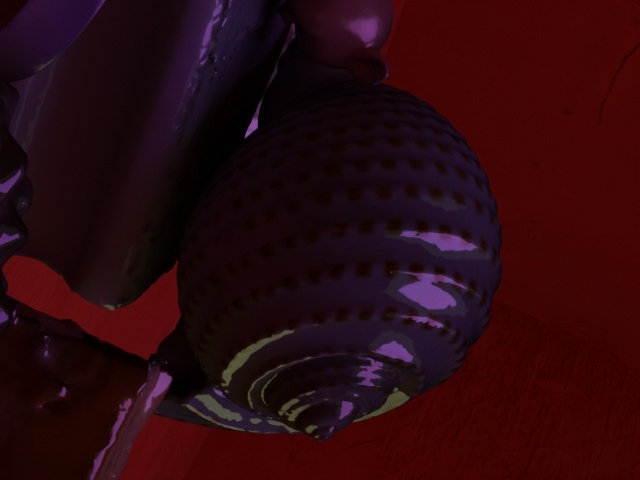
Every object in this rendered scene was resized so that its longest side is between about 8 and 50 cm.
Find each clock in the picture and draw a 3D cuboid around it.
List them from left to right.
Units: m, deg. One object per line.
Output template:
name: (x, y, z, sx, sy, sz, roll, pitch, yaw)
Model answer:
clock: (-0.162, -0.153, 0.830, 0.198, 0.064, 0.172, -18, -134, 47)

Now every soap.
soap: (-0.091, -0.206, 1.077, 0.261, 0.156, 0.446, -54, 166, -66)

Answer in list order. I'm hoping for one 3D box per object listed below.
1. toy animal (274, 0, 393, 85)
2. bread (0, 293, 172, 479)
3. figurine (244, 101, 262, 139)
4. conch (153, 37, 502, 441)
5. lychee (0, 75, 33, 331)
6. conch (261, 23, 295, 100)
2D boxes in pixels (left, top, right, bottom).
toy animal: (0.019, -0.169, 1.042, 0.150, 0.089, 0.083, 96, 20, -45)
bread: (-0.221, 0.113, 0.746, 0.111, 0.239, 0.246, 109, 4, -81)
figurine: (-0.075, -0.145, 1.534, 0.257, 0.182, 0.144, -55, 153, -55)
conch: (0.013, 0.011, 1.139, 0.303, 0.215, 0.319, -53, -173, 51)
lychee: (-0.199, 0.005, 0.338, 0.274, 0.255, 0.255, -53, 173, -8)
conch: (-0.066, -0.209, 1.327, 0.149, 0.183, 0.275, -24, 150, -27)
